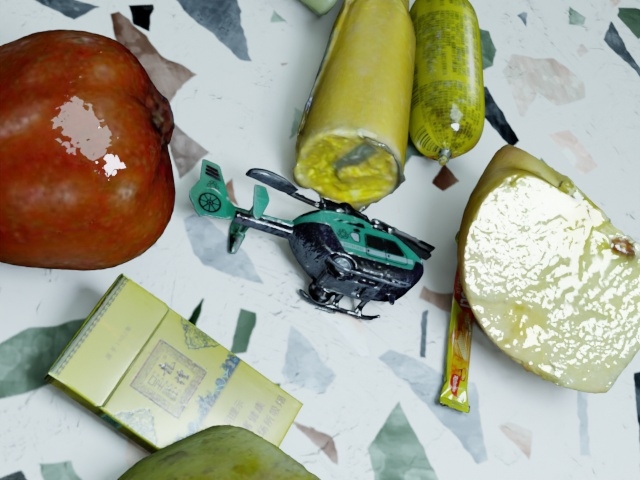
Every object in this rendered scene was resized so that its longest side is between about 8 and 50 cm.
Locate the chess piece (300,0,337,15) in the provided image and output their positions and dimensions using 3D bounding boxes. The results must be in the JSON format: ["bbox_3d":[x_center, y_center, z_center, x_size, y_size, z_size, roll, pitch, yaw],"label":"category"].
[{"bbox_3d":[-0.116,-0.545,1.663,0.442,0.234,0.234,38,52,-9],"label":"chess piece"}]

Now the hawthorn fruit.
[{"bbox_3d":[-0.311,-0.098,1.258,0.311,0.295,0.295,-31,79,-33],"label":"hawthorn fruit"}]

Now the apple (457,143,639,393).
[{"bbox_3d":[0.328,0.030,1.520,0.309,0.252,0.314,35,45,-2],"label":"apple"}]

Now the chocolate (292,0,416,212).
[{"bbox_3d":[0.067,-0.258,1.637,0.162,0.162,0.445,22,51,-14],"label":"chocolate"}]

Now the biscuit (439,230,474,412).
[{"bbox_3d":[0.202,0.112,1.550,0.048,0.026,0.292,17,55,-10],"label":"biscuit"}]

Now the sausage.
[{"bbox_3d":[0.195,-0.262,1.703,0.123,0.123,0.347,14,57,-19],"label":"sausage"}]

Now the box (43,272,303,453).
[{"bbox_3d":[-0.169,0.181,1.285,0.279,0.041,0.153,38,61,-10],"label":"box"}]

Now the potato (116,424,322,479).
[{"bbox_3d":[-0.104,0.371,1.108,0.280,0.213,0.330,-28,85,-31],"label":"potato"}]

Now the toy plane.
[{"bbox_3d":[0.000,0.000,1.470,0.381,0.106,0.155,16,50,-17],"label":"toy plane"}]
